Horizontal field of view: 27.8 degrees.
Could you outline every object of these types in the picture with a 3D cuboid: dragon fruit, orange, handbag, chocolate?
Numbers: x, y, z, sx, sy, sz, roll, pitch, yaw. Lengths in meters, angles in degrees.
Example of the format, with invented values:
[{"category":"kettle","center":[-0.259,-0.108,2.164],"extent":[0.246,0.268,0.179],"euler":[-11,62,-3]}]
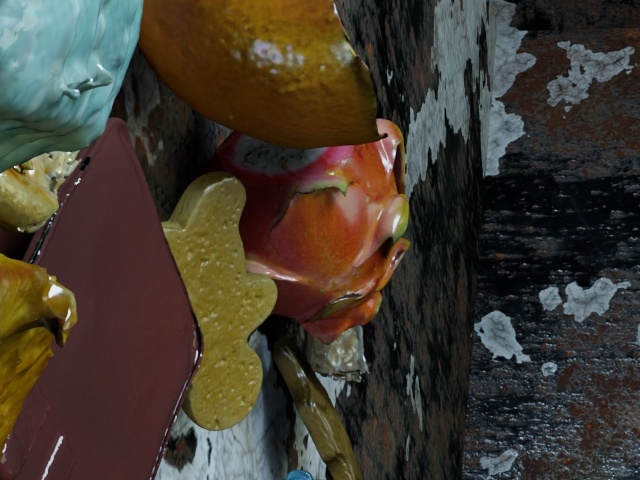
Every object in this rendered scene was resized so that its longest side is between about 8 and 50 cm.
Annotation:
[{"category":"dragon fruit","center":[-0.010,-0.024,1.249],"extent":[0.227,0.224,0.224],"euler":[78,18,-54]},{"category":"orange","center":[-0.042,-0.219,1.035],"extent":[0.310,0.274,0.274],"euler":[36,39,-17]},{"category":"handbag","center":[-0.170,0.084,0.868],"extent":[0.260,0.084,0.276],"euler":[77,20,-45]},{"category":"chocolate","center":[-0.004,0.002,1.491],"extent":[0.102,0.065,0.329],"euler":[21,58,-65]}]

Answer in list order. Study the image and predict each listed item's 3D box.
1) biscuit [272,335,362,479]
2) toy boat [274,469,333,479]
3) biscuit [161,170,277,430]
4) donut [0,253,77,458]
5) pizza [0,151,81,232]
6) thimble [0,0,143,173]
[{"category":"biscuit","center":[-0.002,0.195,1.496],"extent":[0.215,0.034,0.182],"euler":[64,0,-38]},{"category":"toy boat","center":[-0.020,0.367,1.480],"extent":[0.102,0.088,0.215],"euler":[25,65,-79]},{"category":"biscuit","center":[-0.104,0.064,1.110],"extent":[0.158,0.035,0.240],"euler":[-33,129,-30]},{"category":"donut","center":[-0.204,0.090,0.498],"extent":[0.253,0.118,0.253],"euler":[-55,173,-9]},{"category":"pizza","center":[-0.182,-0.104,0.772],"extent":[0.147,0.069,0.226],"euler":[55,30,-25]},{"category":"thimble","center":[-0.181,-0.113,0.515],"extent":[0.198,0.235,0.143],"euler":[-59,169,5]}]
